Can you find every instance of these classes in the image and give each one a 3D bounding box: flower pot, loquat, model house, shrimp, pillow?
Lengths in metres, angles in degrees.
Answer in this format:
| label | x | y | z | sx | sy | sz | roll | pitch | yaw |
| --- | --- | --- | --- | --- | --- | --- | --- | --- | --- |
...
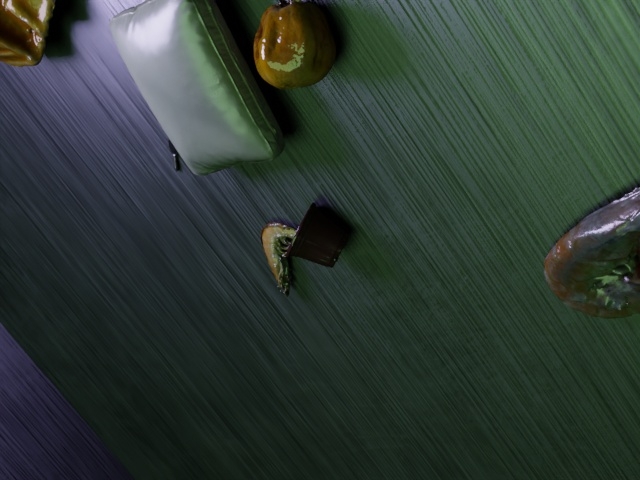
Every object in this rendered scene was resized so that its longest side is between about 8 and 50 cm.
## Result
| label | x | y | z | sx | sy | sz | roll | pitch | yaw |
| --- | --- | --- | --- | --- | --- | --- | --- | --- | --- |
| flower pot | 0.000 | 0.000 | 1.274 | 0.089 | 0.111 | 0.111 | 28 | 138 | 1 |
| loquat | -0.042 | -0.296 | 1.054 | 0.137 | 0.113 | 0.137 | 16 | 113 | 43 |
| model house | -0.611 | -0.445 | 1.343 | 0.267 | 0.173 | 0.239 | 9 | 127 | 37 |
| shrimp | -0.055 | 0.040 | 1.400 | 0.124 | 0.034 | 0.178 | 3 | 120 | 30 |
| shrimp | 0.433 | 0.017 | 0.964 | 0.164 | 0.062 | 0.317 | 36 | 143 | 4 |
| pillow | -0.212 | -0.269 | 1.205 | 0.255 | 0.120 | 0.322 | -6 | 121 | 44 |

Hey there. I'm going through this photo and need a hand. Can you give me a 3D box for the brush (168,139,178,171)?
| label | x | y | z | sx | sy | sz | roll | pitch | yaw |
| --- | --- | --- | --- | --- | --- | --- | --- | --- | --- |
| brush | -0.299 | -0.176 | 1.434 | 0.024 | 0.008 | 0.083 | 20 | 133 | 21 |
